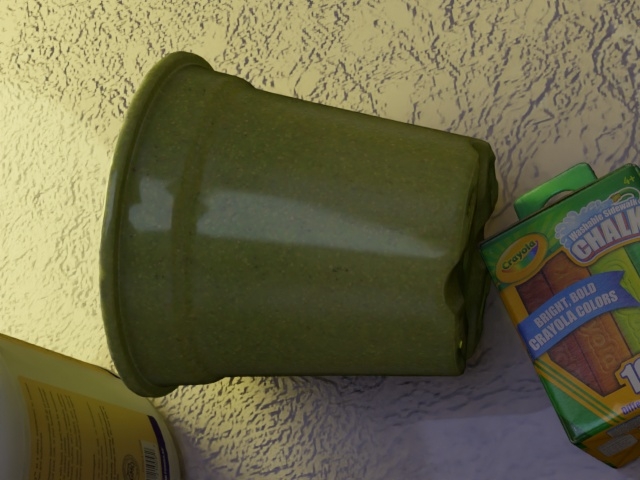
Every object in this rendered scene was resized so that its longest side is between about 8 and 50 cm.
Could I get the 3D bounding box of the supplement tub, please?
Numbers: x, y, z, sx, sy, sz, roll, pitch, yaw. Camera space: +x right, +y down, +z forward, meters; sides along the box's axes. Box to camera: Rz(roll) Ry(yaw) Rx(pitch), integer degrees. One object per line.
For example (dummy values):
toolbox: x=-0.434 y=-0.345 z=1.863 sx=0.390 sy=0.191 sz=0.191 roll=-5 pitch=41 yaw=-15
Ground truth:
supplement tub: x=-0.286 y=0.187 z=1.089 sx=0.241 sy=0.331 sz=0.241 roll=-8 pitch=71 yaw=23

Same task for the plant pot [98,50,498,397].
plant pot: x=0.000 y=0.000 z=1.075 sx=0.253 sy=0.276 sz=0.276 roll=6 pitch=77 yaw=14

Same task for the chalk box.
chalk box: x=0.211 y=0.037 z=1.017 sx=0.132 sy=0.132 sz=0.213 roll=-31 pitch=64 yaw=13
